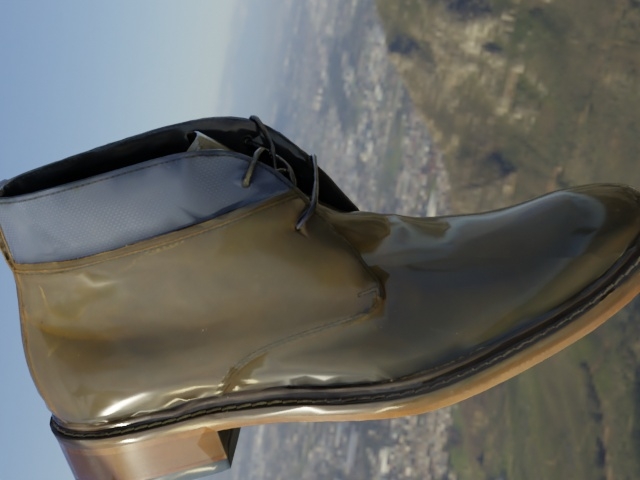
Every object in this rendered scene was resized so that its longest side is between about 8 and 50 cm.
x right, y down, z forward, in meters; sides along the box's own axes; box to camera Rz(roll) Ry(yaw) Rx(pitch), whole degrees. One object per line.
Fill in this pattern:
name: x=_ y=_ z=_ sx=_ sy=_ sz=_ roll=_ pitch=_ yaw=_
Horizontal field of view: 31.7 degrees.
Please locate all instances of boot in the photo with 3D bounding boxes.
boot: x=0.000 y=0.000 z=0.363 sx=0.082 sy=0.219 sz=0.106 roll=-103 pitch=-8 yaw=-70
